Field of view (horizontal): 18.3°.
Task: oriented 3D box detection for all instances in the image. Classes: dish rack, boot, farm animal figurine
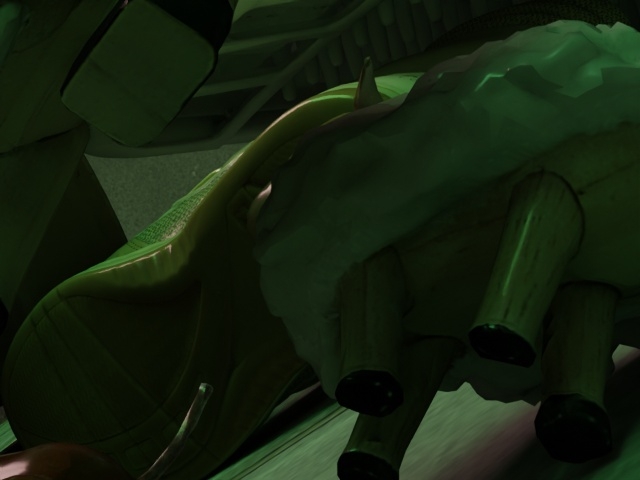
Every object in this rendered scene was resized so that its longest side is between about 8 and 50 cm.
[{"bbox_3d":[0.070,-0.123,0.883,0.332,0.072,0.285,-7,-14,-29],"label":"dish rack"},{"bbox_3d":[0.000,0.000,0.813,0.262,0.095,0.203,-42,-6,38],"label":"boot"},{"bbox_3d":[-0.114,-0.057,0.453,0.326,0.330,0.172,-28,28,34],"label":"farm animal figurine"}]

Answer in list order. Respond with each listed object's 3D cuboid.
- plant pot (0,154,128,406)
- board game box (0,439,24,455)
[{"bbox_3d":[-0.245,0.014,0.879,0.229,0.263,0.263,-40,4,-20],"label":"plant pot"},{"bbox_3d":[-0.107,0.096,0.974,0.141,0.048,0.170,-36,2,-23],"label":"board game box"}]
